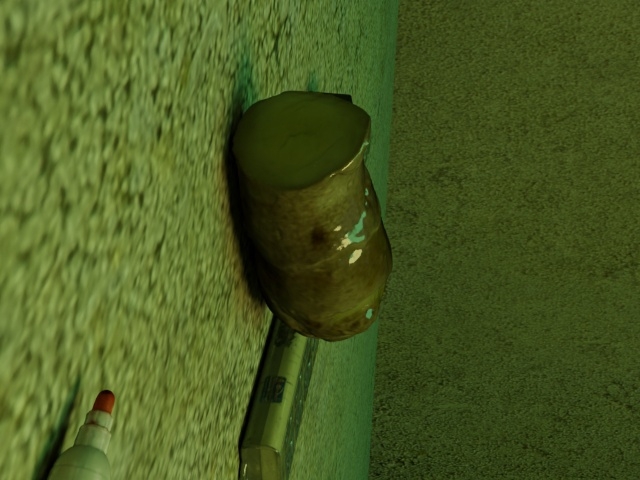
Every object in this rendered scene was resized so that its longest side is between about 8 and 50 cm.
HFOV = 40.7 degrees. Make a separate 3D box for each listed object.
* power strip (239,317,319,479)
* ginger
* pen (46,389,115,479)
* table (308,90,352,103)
[{"bbox_3d":[-0.029,0.117,0.802,0.268,0.034,0.092,-76,169,-49],"label":"power strip"},{"bbox_3d":[0.000,0.000,0.643,0.263,0.109,0.117,83,17,-58],"label":"ginger"},{"bbox_3d":[-0.101,0.147,0.282,0.026,0.026,0.218,87,11,-52],"label":"pen"},{"bbox_3d":[0.005,-0.085,0.885,0.133,0.043,0.134,5,90,-82],"label":"table"}]
